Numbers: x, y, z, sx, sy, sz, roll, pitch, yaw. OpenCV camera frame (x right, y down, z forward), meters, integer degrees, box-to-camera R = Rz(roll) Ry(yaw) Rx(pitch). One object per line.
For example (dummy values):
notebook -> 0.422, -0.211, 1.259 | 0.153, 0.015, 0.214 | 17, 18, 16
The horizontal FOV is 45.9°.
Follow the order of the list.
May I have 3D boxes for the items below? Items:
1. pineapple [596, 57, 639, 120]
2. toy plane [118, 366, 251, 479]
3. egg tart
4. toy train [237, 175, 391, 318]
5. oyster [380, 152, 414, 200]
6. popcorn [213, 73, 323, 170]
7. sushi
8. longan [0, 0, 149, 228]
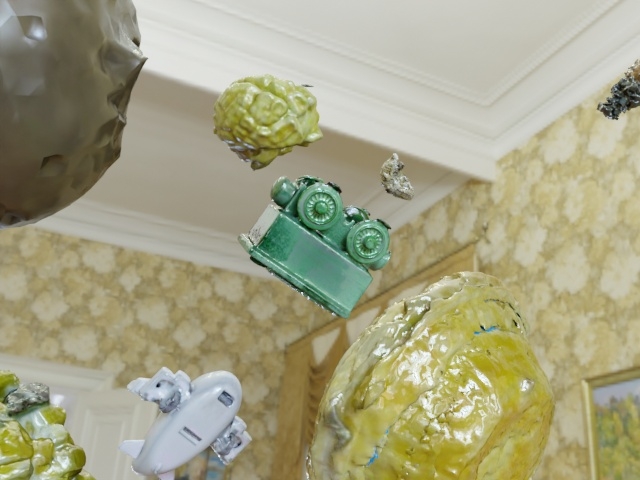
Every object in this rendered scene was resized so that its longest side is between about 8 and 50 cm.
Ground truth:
pineapple -> 0.653, -0.313, 1.571 | 0.198, 0.108, 0.108 | -34, -21, -13
toy plane -> -0.243, 0.330, 1.358 | 0.252, 0.252, 0.118 | 13, 15, -18
egg tart -> 0.154, 0.230, 0.900 | 0.169, 0.387, 0.388 | 27, -4, 43
toy train -> 0.000, 0.000, 1.403 | 0.266, 0.201, 0.145 | 36, 1, -18
oyster -> 0.145, -0.111, 1.413 | 0.083, 0.038, 0.080 | 41, -45, 4
popcorn -> -0.076, -0.193, 1.174 | 0.174, 0.142, 0.173 | -3, -18, -1
sushi -> -0.499, 0.343, 1.120 | 0.285, 0.328, 0.328 | -23, 8, -3
longan -> -0.377, -0.201, 0.845 | 0.392, 0.390, 0.391 | 3, -24, 2
